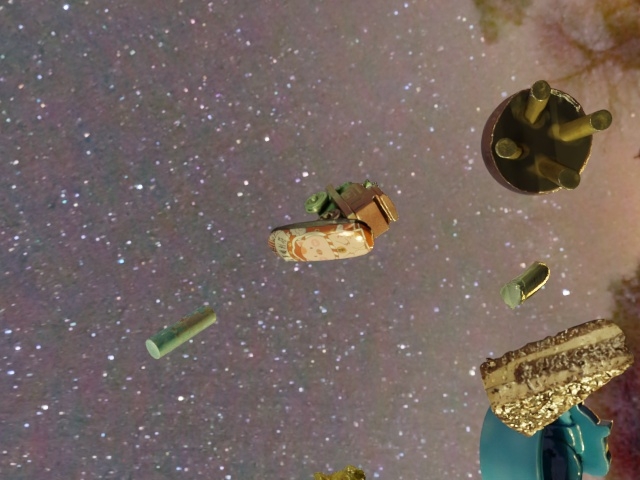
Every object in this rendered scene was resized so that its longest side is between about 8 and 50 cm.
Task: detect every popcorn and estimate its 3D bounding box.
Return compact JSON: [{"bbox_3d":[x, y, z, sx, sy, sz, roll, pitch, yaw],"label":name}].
[{"bbox_3d":[0.060,0.690,1.509,0.197,0.155,0.198,-20,-90,-77],"label":"popcorn"}]

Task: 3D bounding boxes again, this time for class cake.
[{"bbox_3d":[0.415,0.241,1.002,0.135,0.245,0.112,50,-157,-33],"label":"cake"}]

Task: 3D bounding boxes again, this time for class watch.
[{"bbox_3d":[0.453,0.411,1.224,0.274,0.241,0.306,-27,-79,-45],"label":"watch"}]

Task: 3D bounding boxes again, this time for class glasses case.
[{"bbox_3d":[0.000,0.000,1.417,0.103,0.266,0.067,63,-151,-42],"label":"glasses case"}]

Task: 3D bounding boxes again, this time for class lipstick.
[{"bbox_3d":[-0.298,0.194,1.251,0.157,0.048,0.048,-32,-76,-43],"label":"lipstick"}]

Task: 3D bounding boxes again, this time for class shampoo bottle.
[{"bbox_3d":[0.476,0.098,1.340,0.212,0.049,0.072,-16,-62,-51],"label":"shampoo bottle"}]

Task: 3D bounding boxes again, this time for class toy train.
[{"bbox_3d":[0.083,-0.087,1.733,0.150,0.221,0.304,55,-179,-29],"label":"toy train"}]

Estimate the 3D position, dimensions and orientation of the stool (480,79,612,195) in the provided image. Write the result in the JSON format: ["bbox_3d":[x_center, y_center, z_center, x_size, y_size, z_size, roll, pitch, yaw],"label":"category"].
[{"bbox_3d":[0.536,-0.242,1.396,0.178,0.271,0.272,-29,-77,-83],"label":"stool"}]
